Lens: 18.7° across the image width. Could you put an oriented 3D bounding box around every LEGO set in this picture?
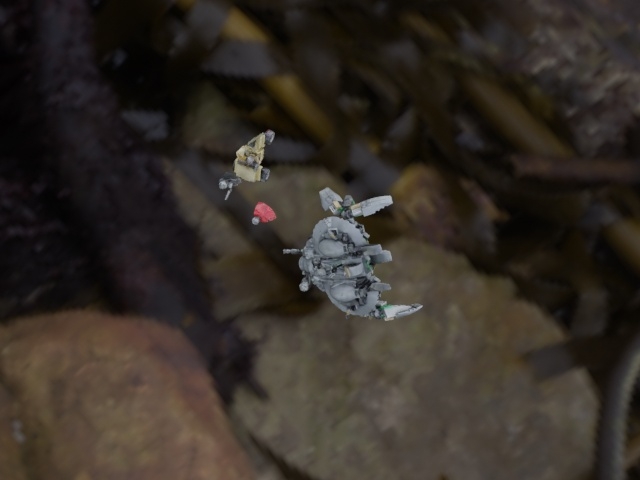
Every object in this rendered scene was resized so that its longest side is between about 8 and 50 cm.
[{"bbox_3d":[-0.002,0.001,0.666,0.083,0.054,0.023,28,39,11],"label":"LEGO set"}]
